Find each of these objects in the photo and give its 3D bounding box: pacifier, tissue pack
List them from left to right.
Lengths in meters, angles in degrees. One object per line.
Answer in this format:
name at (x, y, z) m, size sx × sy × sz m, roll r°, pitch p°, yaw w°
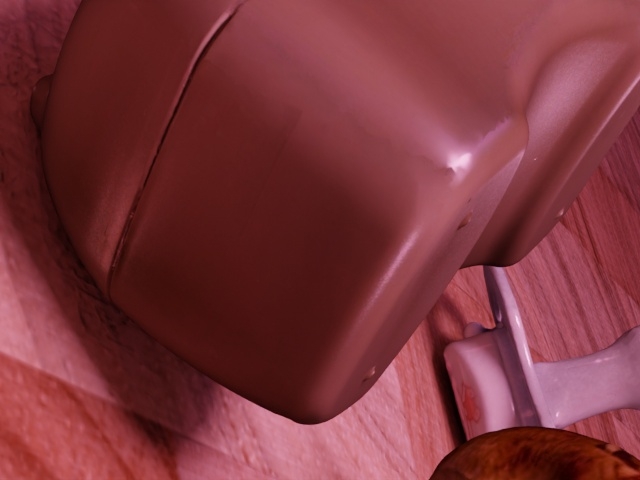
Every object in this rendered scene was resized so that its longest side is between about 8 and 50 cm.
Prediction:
tissue pack at (0.020, -0.095, 0.751) m, size 0.277 × 0.267 × 0.387 m, roll 41°, pitch 41°, yaw 12°
pacifier at (0.241, 0.145, 1.136) m, size 0.238 × 0.226 × 0.287 m, roll 62°, pitch 15°, yaw -62°

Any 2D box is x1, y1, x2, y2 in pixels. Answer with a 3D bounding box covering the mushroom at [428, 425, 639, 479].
mushroom at (0.109, 0.256, 0.755) m, size 0.267 × 0.254 × 0.267 m, roll 62°, pitch -10°, yaw 19°
